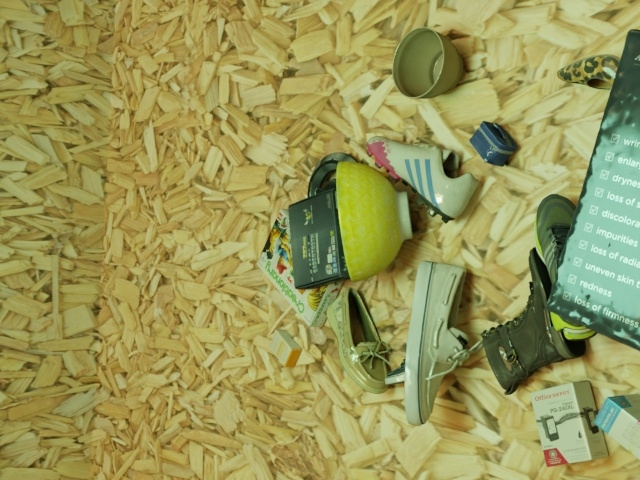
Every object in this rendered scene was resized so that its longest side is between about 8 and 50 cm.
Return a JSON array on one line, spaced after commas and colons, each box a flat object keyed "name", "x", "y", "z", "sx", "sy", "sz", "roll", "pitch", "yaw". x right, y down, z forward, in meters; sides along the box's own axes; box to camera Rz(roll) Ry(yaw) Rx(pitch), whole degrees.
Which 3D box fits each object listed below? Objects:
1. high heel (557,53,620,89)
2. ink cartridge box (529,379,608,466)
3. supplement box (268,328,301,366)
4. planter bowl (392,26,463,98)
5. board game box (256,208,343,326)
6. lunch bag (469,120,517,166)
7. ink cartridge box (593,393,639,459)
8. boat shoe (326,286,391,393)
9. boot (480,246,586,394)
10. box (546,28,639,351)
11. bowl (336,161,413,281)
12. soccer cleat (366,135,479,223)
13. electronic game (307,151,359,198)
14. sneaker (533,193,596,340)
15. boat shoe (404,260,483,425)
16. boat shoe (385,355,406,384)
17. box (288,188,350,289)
[{"name": "high heel", "x": 0.552, "y": -0.252, "z": 1.613, "sx": 0.261, "sy": 0.093, "sz": 0.186, "roll": 9, "pitch": 91, "yaw": 44}, {"name": "ink cartridge box", "x": 0.483, "y": 0.357, "z": 1.675, "sx": 0.109, "sy": 0.063, "sz": 0.150, "roll": -28, "pitch": 66, "yaw": 46}, {"name": "supplement box", "x": -0.100, "y": 0.303, "z": 2.413, "sx": 0.098, "sy": 0.036, "sz": 0.062, "roll": 46, "pitch": 121, "yaw": 42}, {"name": "planter bowl", "x": 0.260, "y": -0.400, "z": 1.971, "sx": 0.162, "sy": 0.109, "sz": 0.162, "roll": -5, "pitch": 84, "yaw": 51}, {"name": "board game box", "x": -0.054, "y": 0.071, "z": 2.361, "sx": 0.305, "sy": 0.053, "sz": 0.192, "roll": 46, "pitch": 121, "yaw": 42}, {"name": "lunch bag", "x": 0.374, "y": -0.215, "z": 1.849, "sx": 0.065, "sy": 0.067, "sz": 0.098, "roll": -55, "pitch": 47, "yaw": 32}, {"name": "ink cartridge box", "x": 0.590, "y": 0.350, "z": 1.511, "sx": 0.181, "sy": 0.104, "sz": 0.061, "roll": 41, "pitch": 118, "yaw": 45}, {"name": "boat shoe", "x": 0.098, "y": 0.247, "z": 2.123, "sx": 0.089, "sy": 0.105, "sz": 0.285, "roll": -56, "pitch": 47, "yaw": 36}, {"name": "boot", "x": 0.412, "y": 0.167, "z": 1.761, "sx": 0.229, "sy": 0.091, "sz": 0.262, "roll": -35, "pitch": 58, "yaw": 48}, {"name": "box", "x": 0.668, "y": -0.034, "z": 1.290, "sx": 0.480, "sy": 0.298, "sz": 0.471, "roll": 26, "pitch": 109, "yaw": 46}, {"name": "bowl", "x": 0.136, "y": -0.053, "z": 2.034, "sx": 0.156, "sy": 0.289, "sz": 0.289, "roll": -7, "pitch": 79, "yaw": 8}, {"name": "soccer cleat", "x": 0.241, "y": -0.175, "z": 1.994, "sx": 0.143, "sy": 0.116, "sz": 0.331, "roll": -53, "pitch": 50, "yaw": 13}, {"name": "electronic game", "x": 0.044, "y": -0.118, "z": 2.260, "sx": 0.229, "sy": 0.048, "sz": 0.229, "roll": 2, "pitch": 92, "yaw": 48}, {"name": "sneaker", "x": 0.474, "y": 0.031, "z": 1.619, "sx": 0.121, "sy": 0.111, "sz": 0.299, "roll": 73, "pitch": -170, "yaw": -58}, {"name": "boat shoe", "x": 0.276, "y": 0.227, "z": 1.878, "sx": 0.157, "sy": 0.136, "sz": 0.366, "roll": 4, "pitch": 70, "yaw": 16}, {"name": "boat shoe", "x": 0.221, "y": 0.282, "z": 2.007, "sx": 0.183, "sy": 0.065, "sz": 0.083, "roll": -26, "pitch": 67, "yaw": 39}, {"name": "box", "x": 0.000, "y": 0.000, "z": 2.219, "sx": 0.183, "sy": 0.059, "sz": 0.232, "roll": -18, "pitch": 72, "yaw": 47}]
